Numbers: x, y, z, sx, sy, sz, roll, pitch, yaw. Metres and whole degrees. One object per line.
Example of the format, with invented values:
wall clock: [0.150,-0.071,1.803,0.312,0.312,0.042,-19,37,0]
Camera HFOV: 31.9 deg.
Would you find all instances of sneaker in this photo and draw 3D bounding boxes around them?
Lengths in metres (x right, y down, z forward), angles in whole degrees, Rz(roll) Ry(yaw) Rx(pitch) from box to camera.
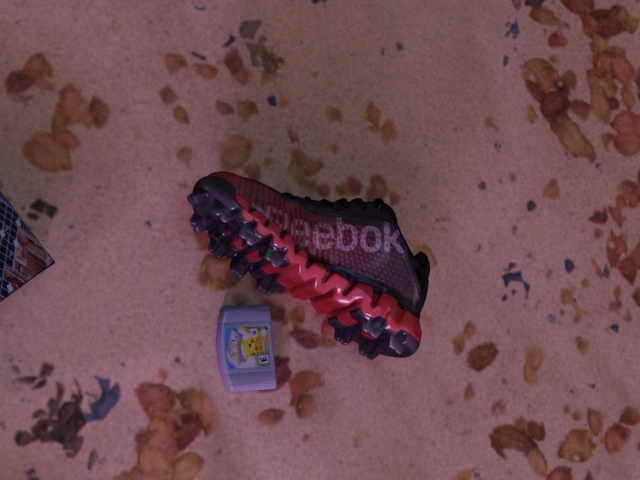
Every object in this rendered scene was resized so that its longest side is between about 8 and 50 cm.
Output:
sneaker: [0.000,0.000,1.090,0.276,0.098,0.135,34,66,-20]

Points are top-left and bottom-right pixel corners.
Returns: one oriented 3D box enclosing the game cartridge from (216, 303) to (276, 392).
game cartridge: [-0.072,0.103,1.077,0.056,0.017,0.083,-2,80,-24]

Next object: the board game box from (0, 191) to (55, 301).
board game box: [-0.358,-0.031,0.922,0.243,0.042,0.165,54,48,-7]
